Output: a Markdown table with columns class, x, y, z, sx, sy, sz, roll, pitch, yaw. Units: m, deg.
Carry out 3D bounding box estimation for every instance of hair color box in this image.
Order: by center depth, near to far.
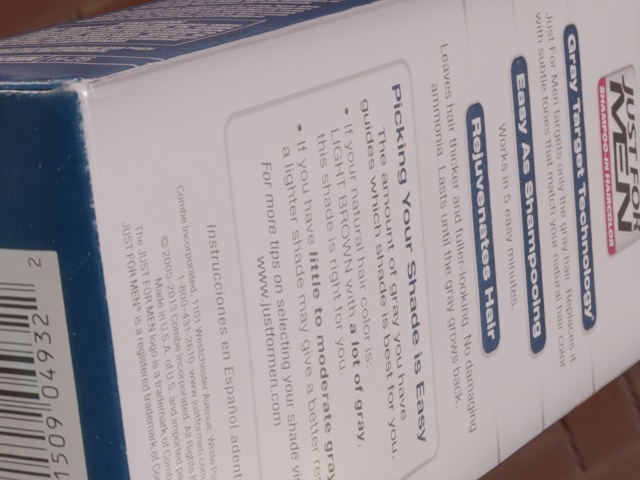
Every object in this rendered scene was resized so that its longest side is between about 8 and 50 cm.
| class | x | y | z | sx | sy | sz | roll | pitch | yaw |
| --- | --- | --- | --- | --- | --- | --- | --- | --- | --- |
| hair color box | 0.000 | 0.000 | 0.632 | 0.347 | 0.105 | 0.174 | -24 | 112 | -54 |
